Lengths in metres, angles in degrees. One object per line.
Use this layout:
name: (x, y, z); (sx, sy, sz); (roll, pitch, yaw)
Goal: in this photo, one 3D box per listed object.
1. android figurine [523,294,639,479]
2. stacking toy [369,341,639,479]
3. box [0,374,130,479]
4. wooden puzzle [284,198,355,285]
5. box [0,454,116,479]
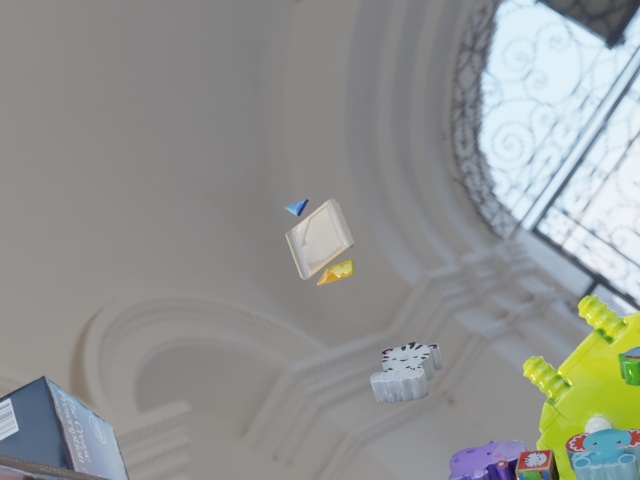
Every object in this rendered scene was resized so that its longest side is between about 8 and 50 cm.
android figurine: (0.272, 0.157, 0.829); (0.248, 0.273, 0.056); (-47, -15, 9)
stacking toy: (0.149, 0.144, 0.744); (0.052, 0.221, 0.167); (-53, -48, -60)
box: (-0.289, 0.316, 1.341); (0.103, 0.261, 0.184); (-27, -34, 1)
wooden puzzle: (0.000, 0.000, 1.261); (0.078, 0.116, 0.014); (-29, -31, 26)
box: (-0.201, 0.210, 0.668); (0.203, 0.167, 0.169); (39, -119, -63)
